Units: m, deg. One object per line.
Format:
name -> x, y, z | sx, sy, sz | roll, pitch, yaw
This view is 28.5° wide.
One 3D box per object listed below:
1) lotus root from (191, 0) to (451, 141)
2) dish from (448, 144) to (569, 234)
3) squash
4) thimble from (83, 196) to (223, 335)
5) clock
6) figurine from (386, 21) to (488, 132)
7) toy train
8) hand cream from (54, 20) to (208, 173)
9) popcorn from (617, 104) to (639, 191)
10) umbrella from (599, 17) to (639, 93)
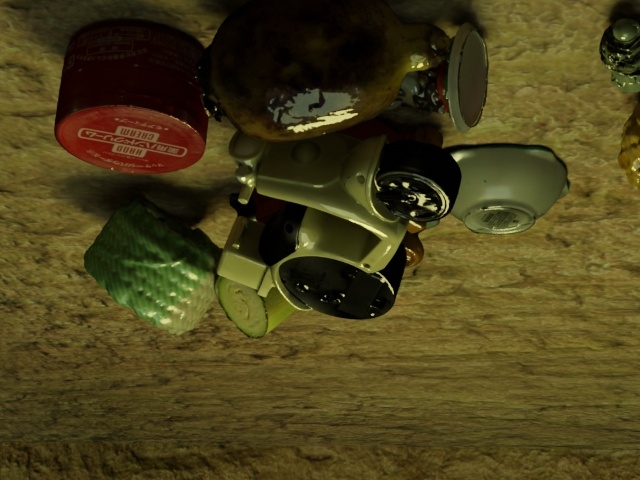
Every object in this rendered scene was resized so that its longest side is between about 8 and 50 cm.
lotus root -> -0.010, -0.201, 1.410 | 0.314, 0.169, 0.141 | -10, -173, 19
dish -> 0.251, -0.057, 1.836 | 0.224, 0.078, 0.246 | 14, 156, -27
squash -> -0.066, 0.060, 1.952 | 0.187, 0.123, 0.123 | -36, -173, -40
thimble -> -0.252, 0.038, 1.985 | 0.219, 0.150, 0.219 | 35, -177, -2
clock -> 0.005, -0.028, 1.591 | 0.276, 0.120, 0.379 | 19, 146, 0
figurine -> 0.109, -0.195, 1.484 | 0.154, 0.132, 0.132 | 5, 160, 23
toy train -> 0.028, -0.064, 1.757 | 0.232, 0.163, 0.369 | 34, 145, -30
hand cream -> -0.230, -0.174, 1.563 | 0.193, 0.125, 0.193 | 4, 158, 2
popcorn -> 0.463, -0.120, 1.579 | 0.170, 0.180, 0.180 | 23, 171, 34
umbrella -> 0.359, -0.215, 1.459 | 0.067, 0.062, 0.143 | -29, 153, 5
